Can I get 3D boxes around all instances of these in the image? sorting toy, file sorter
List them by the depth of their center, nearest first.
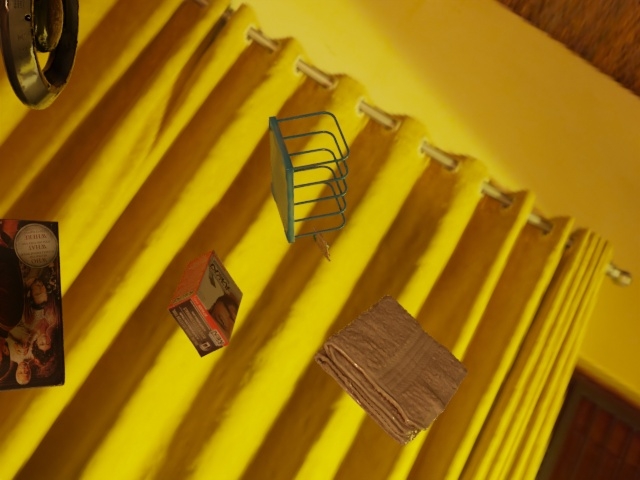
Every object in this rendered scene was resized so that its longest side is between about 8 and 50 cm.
[{"bbox_3d":[-0.017,-0.101,1.342,0.104,0.118,0.170,-11,-39,-10],"label":"file sorter"},{"bbox_3d":[0.000,0.000,1.784,0.083,0.012,0.062,53,-17,47],"label":"sorting toy"}]

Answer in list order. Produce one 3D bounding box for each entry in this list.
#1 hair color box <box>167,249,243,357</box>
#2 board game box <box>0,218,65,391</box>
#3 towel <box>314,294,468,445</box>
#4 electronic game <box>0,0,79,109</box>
[{"bbox_3d":[-0.170,0.091,1.285,0.053,0.167,0.093,-26,-70,14],"label":"hair color box"},{"bbox_3d":[-0.357,0.061,0.772,0.243,0.165,0.042,1,-10,-41],"label":"board game box"},{"bbox_3d":[0.115,0.181,1.268,0.187,0.282,0.049,45,-64,8],"label":"towel"},{"bbox_3d":[-0.344,-0.276,1.040,0.048,0.229,0.229,5,-24,0],"label":"electronic game"}]
